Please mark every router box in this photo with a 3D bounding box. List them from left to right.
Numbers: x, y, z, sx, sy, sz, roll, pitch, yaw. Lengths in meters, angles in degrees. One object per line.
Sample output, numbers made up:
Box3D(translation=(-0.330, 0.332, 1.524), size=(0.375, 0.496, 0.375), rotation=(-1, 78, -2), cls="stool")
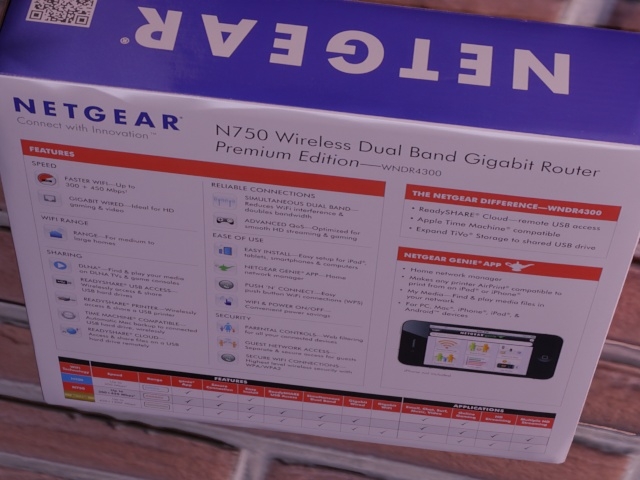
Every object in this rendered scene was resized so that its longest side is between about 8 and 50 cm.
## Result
Box3D(translation=(0.000, 0.000, 0.858), size=(0.335, 0.082, 0.301), rotation=(7, 142, 2), cls="router box")
